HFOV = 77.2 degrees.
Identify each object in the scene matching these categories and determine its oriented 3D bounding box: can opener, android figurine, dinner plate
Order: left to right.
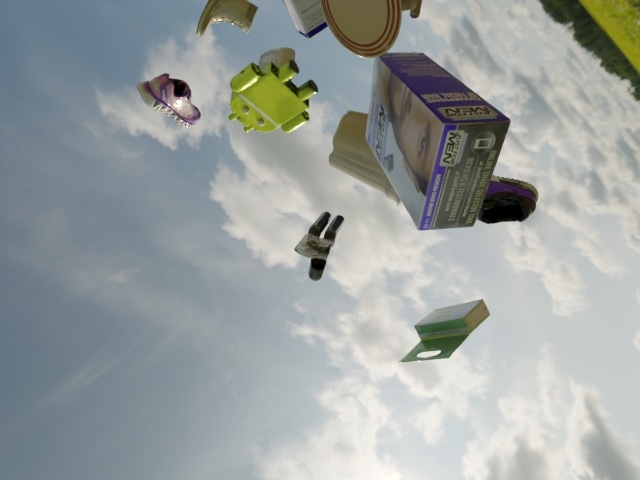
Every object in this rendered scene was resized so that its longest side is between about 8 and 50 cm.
[{"bbox_3d":[-0.149,-0.405,1.167,0.248,0.273,0.056,32,-135,-46],"label":"android figurine"},{"bbox_3d":[0.000,0.000,0.956,0.074,0.093,0.280,16,-155,6],"label":"can opener"},{"bbox_3d":[0.052,-0.311,0.525,0.141,0.017,0.141,-4,-83,-36],"label":"dinner plate"}]

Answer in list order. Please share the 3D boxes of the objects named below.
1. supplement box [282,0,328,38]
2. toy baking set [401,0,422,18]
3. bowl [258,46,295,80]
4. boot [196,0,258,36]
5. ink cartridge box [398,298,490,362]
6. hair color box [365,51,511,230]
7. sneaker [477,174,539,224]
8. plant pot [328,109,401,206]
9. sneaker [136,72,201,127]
[{"bbox_3d":[-0.040,-0.528,0.767,0.220,0.114,0.111,55,-174,-38],"label":"supplement box"},{"bbox_3d":[0.110,-0.431,0.599,0.197,0.030,0.255,-4,-76,-47],"label":"toy baking set"},{"bbox_3d":[-0.143,-0.513,1.210,0.053,0.142,0.142,6,-83,-43],"label":"bowl"},{"bbox_3d":[-0.337,-0.798,1.450,0.165,0.213,0.077,28,-174,-29],"label":"boot"},{"bbox_3d":[0.323,0.241,1.074,0.235,0.171,0.056,-22,-93,-40],"label":"ink cartridge box"},{"bbox_3d":[0.177,-0.192,0.711,0.110,0.185,0.338,-6,-140,-10],"label":"hair color box"},{"bbox_3d":[0.404,-0.108,1.046,0.146,0.294,0.102,-52,-36,-45],"label":"sneaker"},{"bbox_3d":[0.208,-0.331,1.484,0.306,0.333,0.333,21,-138,8],"label":"plant pot"},{"bbox_3d":[-0.406,-0.405,1.153,0.095,0.105,0.236,60,-167,10],"label":"sneaker"}]
